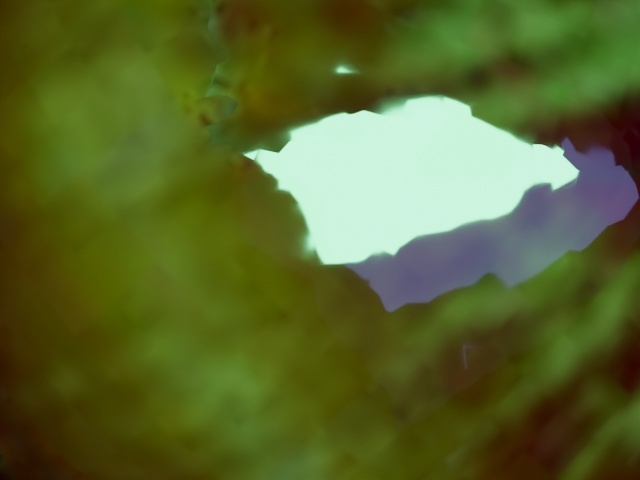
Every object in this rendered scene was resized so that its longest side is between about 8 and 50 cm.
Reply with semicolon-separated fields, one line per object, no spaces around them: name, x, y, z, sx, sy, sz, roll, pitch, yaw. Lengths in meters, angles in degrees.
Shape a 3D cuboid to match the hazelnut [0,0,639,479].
hazelnut;0.000;0.000;0.569;0.402;0.402;0.429;-32;106;-26
